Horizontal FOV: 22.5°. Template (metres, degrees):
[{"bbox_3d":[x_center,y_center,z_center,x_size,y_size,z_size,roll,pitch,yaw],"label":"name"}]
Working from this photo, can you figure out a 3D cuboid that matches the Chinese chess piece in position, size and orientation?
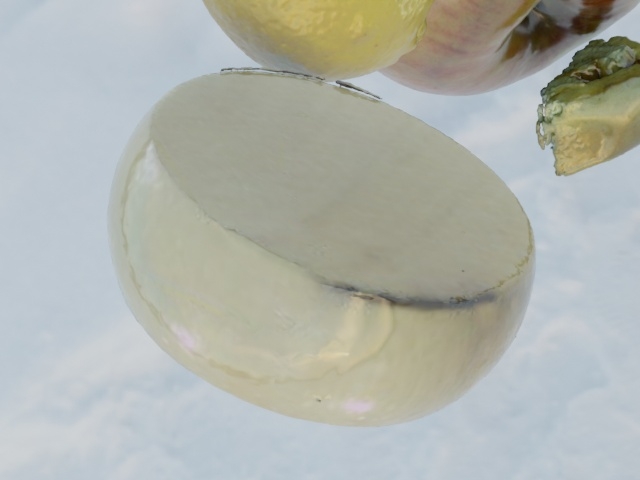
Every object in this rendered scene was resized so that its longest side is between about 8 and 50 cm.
[{"bbox_3d":[0.000,0.000,0.928,0.251,0.251,0.097,44,127,34],"label":"Chinese chess piece"}]

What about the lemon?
[{"bbox_3d":[-0.004,-0.240,1.379,0.204,0.260,0.204,-26,47,32],"label":"lemon"}]

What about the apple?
[{"bbox_3d":[0.163,-0.346,1.657,0.400,0.400,0.333,-37,68,29],"label":"apple"}]

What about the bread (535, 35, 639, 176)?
[{"bbox_3d":[0.301,-0.136,1.634,0.110,0.103,0.156,8,51,41],"label":"bread"}]
